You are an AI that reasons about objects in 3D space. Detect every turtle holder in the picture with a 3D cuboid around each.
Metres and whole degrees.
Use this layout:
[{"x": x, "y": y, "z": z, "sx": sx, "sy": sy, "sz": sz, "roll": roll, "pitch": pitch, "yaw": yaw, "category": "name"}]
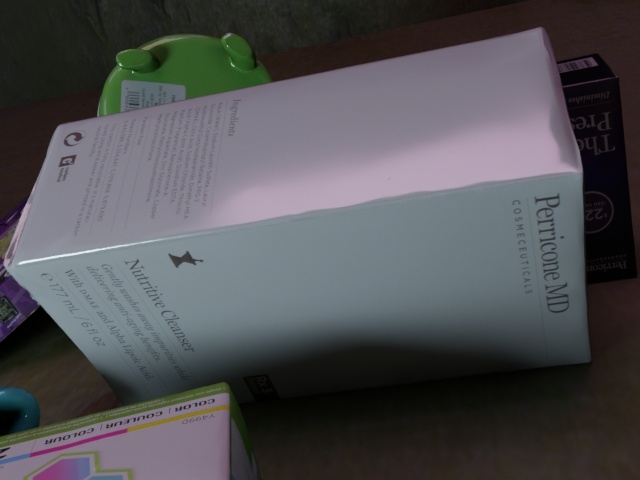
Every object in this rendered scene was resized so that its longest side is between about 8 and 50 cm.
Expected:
[{"x": -0.164, "y": -0.184, "z": 1.272, "sx": 0.320, "sy": 0.243, "sz": 0.227, "roll": -28, "pitch": 6, "yaw": -13, "category": "turtle holder"}]

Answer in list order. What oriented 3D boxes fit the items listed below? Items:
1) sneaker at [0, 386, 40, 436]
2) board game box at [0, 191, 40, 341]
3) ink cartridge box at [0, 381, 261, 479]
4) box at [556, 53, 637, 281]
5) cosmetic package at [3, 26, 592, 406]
[{"x": -0.293, "y": 0.173, "z": 0.554, "sx": 0.110, "sy": 0.107, "sz": 0.275, "roll": -25, "pitch": 12, "yaw": 32, "category": "sneaker"}, {"x": -0.351, "y": 0.017, "z": 1.005, "sx": 0.208, "sy": 0.056, "sz": 0.347, "roll": -46, "pitch": 23, "yaw": 2, "category": "board game box"}, {"x": -0.123, "y": 0.194, "z": 0.444, "sx": 0.188, "sy": 0.097, "sz": 0.255, "roll": -14, "pitch": 19, "yaw": -2, "category": "ink cartridge box"}, {"x": 0.140, "y": -0.049, "z": 0.795, "sx": 0.261, "sy": 0.184, "sz": 0.103, "roll": -9, "pitch": 23, "yaw": 11, "category": "box"}, {"x": 0.000, "y": 0.000, "z": 0.660, "sx": 0.385, "sy": 0.217, "sz": 0.156, "roll": -9, "pitch": 48, "yaw": 15, "category": "cosmetic package"}]
